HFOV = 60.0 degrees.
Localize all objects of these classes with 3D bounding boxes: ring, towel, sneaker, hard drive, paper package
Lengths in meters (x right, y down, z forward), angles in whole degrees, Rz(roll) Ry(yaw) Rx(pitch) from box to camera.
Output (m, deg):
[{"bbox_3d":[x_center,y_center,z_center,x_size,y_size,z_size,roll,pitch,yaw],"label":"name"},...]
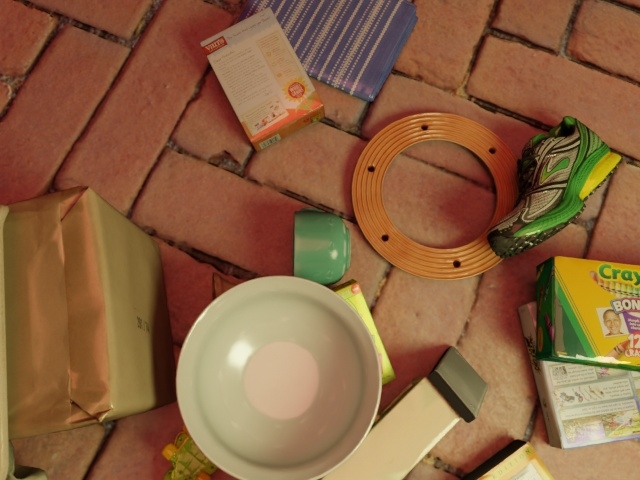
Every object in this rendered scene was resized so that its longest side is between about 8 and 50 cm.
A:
[{"bbox_3d":[0.225,-0.087,1.055,0.336,0.032,0.337,0,76,-1],"label":"ring"},{"bbox_3d":[0.009,-0.446,1.152,0.335,0.040,0.243,26,78,7],"label":"towel"},{"bbox_3d":[0.391,-0.095,0.990,0.146,0.134,0.343,46,60,5],"label":"sneaker"},{"bbox_3d":[0.231,0.234,0.919,0.022,0.135,0.094,-46,78,22],"label":"hard drive"},{"bbox_3d":[-0.348,0.117,0.836,0.168,0.325,0.310,-10,76,-2],"label":"paper package"}]

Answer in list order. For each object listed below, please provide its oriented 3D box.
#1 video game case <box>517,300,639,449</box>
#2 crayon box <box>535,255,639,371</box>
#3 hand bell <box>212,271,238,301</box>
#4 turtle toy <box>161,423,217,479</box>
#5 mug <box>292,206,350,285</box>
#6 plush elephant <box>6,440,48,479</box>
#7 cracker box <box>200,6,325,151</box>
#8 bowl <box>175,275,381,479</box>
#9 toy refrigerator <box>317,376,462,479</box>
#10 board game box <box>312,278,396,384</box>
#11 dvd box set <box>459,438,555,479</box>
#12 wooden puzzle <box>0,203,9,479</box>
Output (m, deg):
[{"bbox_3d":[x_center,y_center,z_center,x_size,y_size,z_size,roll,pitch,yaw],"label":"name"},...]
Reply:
[{"bbox_3d":[0.506,0.214,0.960,0.269,0.061,0.245,-7,73,-3],"label":"video game case"},{"bbox_3d":[0.504,0.128,0.911,0.278,0.081,0.166,6,74,1],"label":"crayon box"},{"bbox_3d":[-0.064,0.113,0.970,0.241,0.126,0.126,-2,74,-13],"label":"hand bell"},{"bbox_3d":[-0.209,0.358,0.906,0.095,0.066,0.130,39,78,9],"label":"turtle toy"},{"bbox_3d":[0.001,0.002,0.975,0.097,0.129,0.158,1,74,-4],"label":"mug"},{"bbox_3d":[-0.531,0.255,0.827,0.255,0.271,0.330,37,102,32],"label":"plush elephant"},{"bbox_3d":[-0.112,-0.313,1.078,0.155,0.067,0.232,-27,81,-1],"label":"cracker box"},{"bbox_3d":[-0.061,0.213,0.852,0.297,0.134,0.298,1,71,-2],"label":"bowl"},{"bbox_3d":[0.093,0.343,0.898,0.269,0.102,0.094,-42,79,-10],"label":"toy refrigerator"},{"bbox_3d":[0.052,0.168,0.945,0.092,0.043,0.181,-23,96,-7],"label":"board game box"},{"bbox_3d":[0.322,0.579,0.858,0.307,0.062,0.421,-32,78,-9],"label":"dvd box set"},{"bbox_3d":[-0.524,0.137,0.662,0.321,0.080,0.348,-9,76,16],"label":"wooden puzzle"}]
